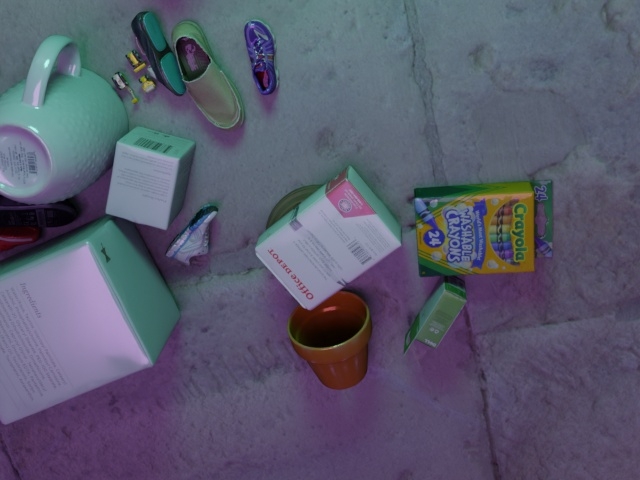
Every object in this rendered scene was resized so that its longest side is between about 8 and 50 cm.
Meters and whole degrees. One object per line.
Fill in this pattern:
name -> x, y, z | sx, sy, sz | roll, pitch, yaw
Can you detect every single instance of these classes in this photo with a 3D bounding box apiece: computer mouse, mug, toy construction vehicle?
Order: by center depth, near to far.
mug -> -0.596, -0.265, 1.808 | 0.276, 0.328, 0.374 | 15, 113, 0
toy construction vehicle -> -0.431, -0.378, 1.906 | 0.086, 0.035, 0.098 | -34, 101, 12
computer mouse -> -0.730, -0.088, 1.996 | 0.272, 0.072, 0.188 | 1, 153, -19

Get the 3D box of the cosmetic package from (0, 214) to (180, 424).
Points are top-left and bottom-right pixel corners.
cosmetic package -> -0.602, 0.169, 1.953 | 0.393, 0.329, 0.327 | -22, 103, 8

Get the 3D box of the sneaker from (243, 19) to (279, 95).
sneaker -> -0.130, -0.407, 1.837 | 0.068, 0.071, 0.170 | -11, 110, 11

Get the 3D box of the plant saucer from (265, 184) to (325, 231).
plant saucer -> 0.000, 0.000, 2.009 | 0.277, 0.041, 0.278 | 3, 113, 6

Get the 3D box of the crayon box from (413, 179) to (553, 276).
crayon box -> 0.386, -0.027, 1.930 | 0.323, 0.083, 0.203 | -4, 112, 7

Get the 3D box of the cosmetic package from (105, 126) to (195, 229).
cosmetic package -> -0.397, -0.147, 1.930 | 0.151, 0.151, 0.184 | 16, 113, 0

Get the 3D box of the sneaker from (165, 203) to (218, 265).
sneaker -> -0.298, -0.011, 2.028 | 0.083, 0.071, 0.191 | 36, 120, -15

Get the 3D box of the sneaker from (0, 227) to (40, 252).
sneaker -> -0.817, 0.008, 2.097 | 0.221, 0.087, 0.128 | 5, 131, 2

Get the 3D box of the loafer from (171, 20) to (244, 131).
loafer -> -0.264, -0.362, 1.859 | 0.102, 0.092, 0.268 | -25, 108, 15

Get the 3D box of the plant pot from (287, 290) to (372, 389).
plant pot -> 0.038, 0.261, 2.040 | 0.205, 0.205, 0.188 | -9, 127, 10

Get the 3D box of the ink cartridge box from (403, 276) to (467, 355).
ink cartridge box -> 0.280, 0.192, 2.018 | 0.062, 0.109, 0.209 | 26, 113, -4

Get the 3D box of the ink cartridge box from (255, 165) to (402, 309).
ink cartridge box -> 0.019, -0.004, 1.918 | 0.283, 0.117, 0.207 | -36, 104, 18

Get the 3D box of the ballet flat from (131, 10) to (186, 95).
ballet flat -> -0.371, -0.419, 1.866 | 0.074, 0.074, 0.203 | -18, 115, 13
